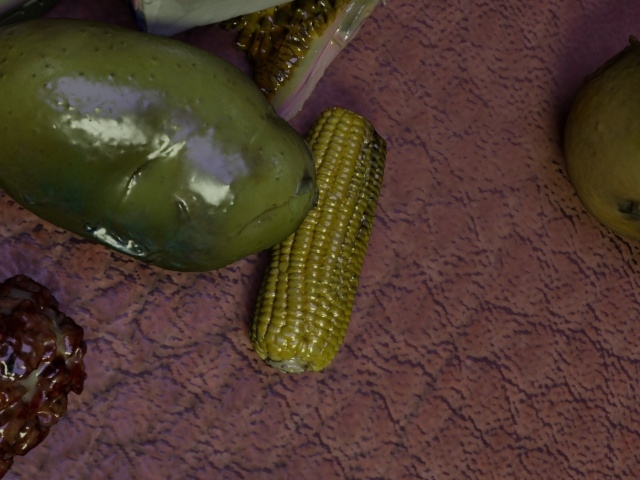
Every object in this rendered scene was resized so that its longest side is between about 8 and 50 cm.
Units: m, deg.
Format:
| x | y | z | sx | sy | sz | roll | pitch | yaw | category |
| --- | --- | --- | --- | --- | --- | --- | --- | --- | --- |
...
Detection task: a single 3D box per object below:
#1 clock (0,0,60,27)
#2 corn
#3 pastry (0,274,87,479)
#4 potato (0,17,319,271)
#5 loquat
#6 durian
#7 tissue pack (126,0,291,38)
| x | y | z | sx | sy | sz | roll | pitch | yaw | category |
| --- | --- | --- | --- | --- | --- | --- | --- | --- | --- |
| -0.321 | -0.256 | 0.794 | 0.235 | 0.096 | 0.308 | -34 | 94 | -20 | clock |
| 0.000 | 0.000 | 0.885 | 0.072 | 0.072 | 0.203 | 18 | 76 | -16 | corn |
| -0.243 | 0.108 | 0.771 | 0.208 | 0.097 | 0.115 | -38 | 106 | -22 | pastry |
| -0.125 | -0.060 | 0.798 | 0.248 | 0.169 | 0.143 | 22 | 45 | -25 | potato |
| 0.282 | -0.069 | 0.955 | 0.172 | 0.149 | 0.204 | -7 | 105 | -18 | loquat |
| -0.012 | -0.180 | 0.901 | 0.140 | 0.078 | 0.224 | 24 | 73 | -14 | durian |
| -0.076 | -0.297 | 0.818 | 0.209 | 0.137 | 0.269 | -18 | 72 | -19 | tissue pack |
